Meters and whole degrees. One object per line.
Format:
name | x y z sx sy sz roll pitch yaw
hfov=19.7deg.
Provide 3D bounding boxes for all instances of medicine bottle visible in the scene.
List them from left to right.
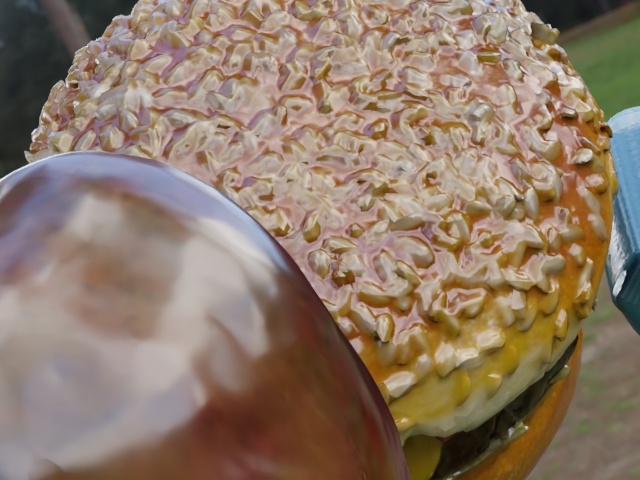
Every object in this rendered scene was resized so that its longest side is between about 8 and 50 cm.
medicine bottle | 0.240 -0.004 1.215 0.124 0.079 0.258 16 27 -9

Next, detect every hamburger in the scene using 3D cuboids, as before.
hamburger | 0.000 0.000 1.029 0.330 0.330 0.250 -25 -25 -11

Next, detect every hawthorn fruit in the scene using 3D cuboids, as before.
hawthorn fruit | -0.053 0.099 0.602 0.208 0.248 0.208 -47 5 5
